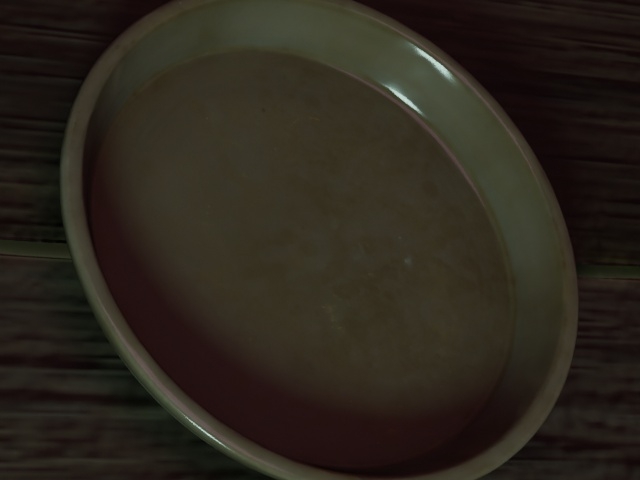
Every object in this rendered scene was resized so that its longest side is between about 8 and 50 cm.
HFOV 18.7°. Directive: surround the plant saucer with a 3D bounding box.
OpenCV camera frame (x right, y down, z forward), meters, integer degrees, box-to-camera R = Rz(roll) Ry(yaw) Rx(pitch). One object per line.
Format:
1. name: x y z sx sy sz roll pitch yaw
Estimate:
1. plant saucer: 0.000 0.000 0.947 0.278 0.041 0.278 14 57 -22
